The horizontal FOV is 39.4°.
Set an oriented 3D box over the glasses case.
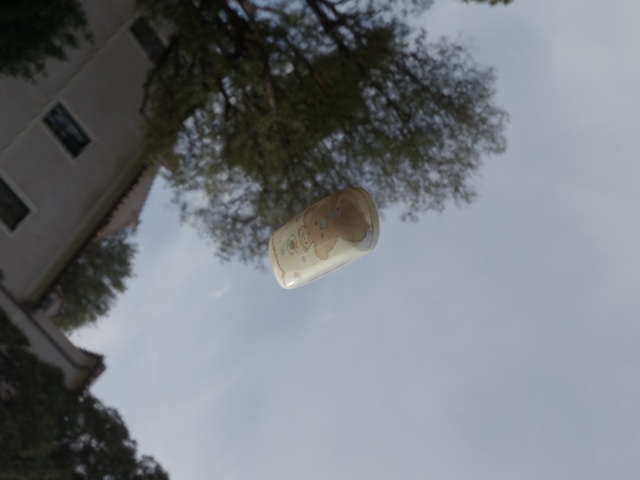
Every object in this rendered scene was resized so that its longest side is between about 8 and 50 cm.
[{"bbox_3d":[0.000,0.000,1.045,0.051,0.081,0.204,-7,165,-35],"label":"glasses case"}]
